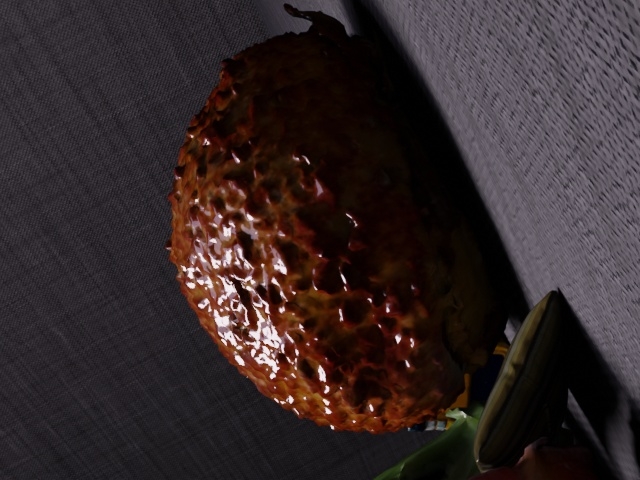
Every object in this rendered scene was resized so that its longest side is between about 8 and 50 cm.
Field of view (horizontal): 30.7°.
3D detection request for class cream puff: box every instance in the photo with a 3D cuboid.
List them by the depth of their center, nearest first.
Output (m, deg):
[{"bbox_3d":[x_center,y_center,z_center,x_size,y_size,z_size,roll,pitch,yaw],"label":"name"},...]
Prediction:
[{"bbox_3d":[0.002,0.003,0.929,0.350,0.228,0.350,61,-177,-5],"label":"cream puff"}]

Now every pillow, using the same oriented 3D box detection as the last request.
[{"bbox_3d":[0.133,0.112,0.747,0.038,0.113,0.203,21,165,19],"label":"pillow"}]

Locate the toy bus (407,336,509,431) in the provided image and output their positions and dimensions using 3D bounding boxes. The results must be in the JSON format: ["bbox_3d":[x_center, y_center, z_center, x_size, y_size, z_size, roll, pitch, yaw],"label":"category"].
[{"bbox_3d":[0.119,0.112,1.176,0.201,0.114,0.098,-115,28,-75],"label":"toy bus"}]

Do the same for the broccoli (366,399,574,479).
[{"bbox_3d":[0.121,0.247,0.921,0.269,0.242,0.261,15,172,34],"label":"broccoli"}]

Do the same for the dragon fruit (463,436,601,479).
[{"bbox_3d":[0.130,0.279,0.632,0.291,0.269,0.250,65,-169,26],"label":"dragon fruit"}]
